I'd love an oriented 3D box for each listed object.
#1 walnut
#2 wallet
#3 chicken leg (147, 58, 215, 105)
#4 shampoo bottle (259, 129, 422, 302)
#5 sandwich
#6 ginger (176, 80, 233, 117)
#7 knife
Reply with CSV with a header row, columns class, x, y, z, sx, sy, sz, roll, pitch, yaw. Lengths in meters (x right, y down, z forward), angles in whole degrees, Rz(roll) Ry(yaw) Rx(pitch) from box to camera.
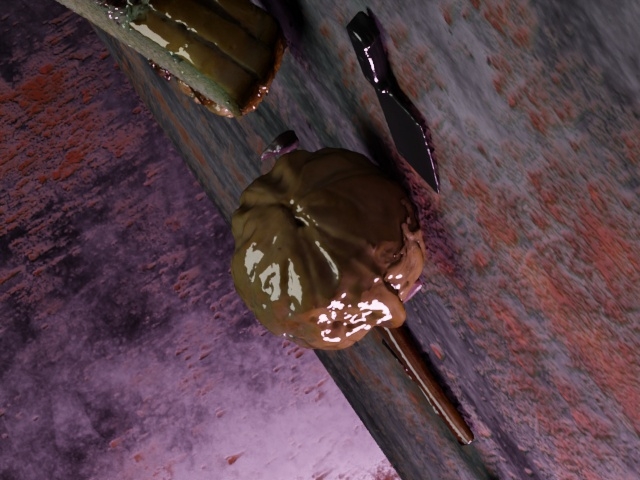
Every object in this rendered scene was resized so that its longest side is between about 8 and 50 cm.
class,x,y,z,sx,sy,sz,roll,pitch,yaw
walnut,0.006,0.011,1.733,0.198,0.198,0.245,54,-179,19
wallet,0.119,0.159,2.344,0.255,0.031,0.137,56,173,-1
chicken leg,-0.168,-0.238,2.318,0.251,0.087,0.107,54,-163,-73
shampoo bottle,0.021,-0.025,1.982,0.236,0.068,0.067,55,176,18
sandwich,-0.164,-0.234,1.713,0.273,0.095,0.249,32,178,3
ginger,-0.188,-0.247,2.492,0.193,0.052,0.176,55,168,-1
knife,0.067,-0.108,1.480,0.072,0.019,0.245,48,174,27
